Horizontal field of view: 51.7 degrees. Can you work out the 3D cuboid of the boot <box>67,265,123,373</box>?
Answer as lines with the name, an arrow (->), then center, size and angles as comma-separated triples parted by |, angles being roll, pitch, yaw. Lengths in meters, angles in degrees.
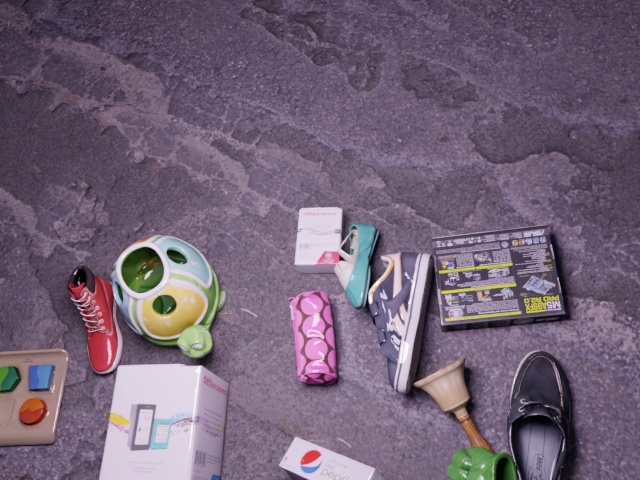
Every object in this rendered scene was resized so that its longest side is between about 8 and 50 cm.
boot -> -0.551, 0.190, 1.587 | 0.088, 0.176, 0.244 | -13, 66, 3

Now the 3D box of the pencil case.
pencil case -> -0.019, 0.224, 1.515 | 0.098, 0.095, 0.209 | 5, 61, -25

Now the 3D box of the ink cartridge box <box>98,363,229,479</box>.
ink cartridge box -> -0.329, 0.422, 1.431 | 0.197, 0.198, 0.270 | -2, 66, 11

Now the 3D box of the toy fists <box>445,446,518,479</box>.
toy fists -> 0.304, 0.545, 1.283 | 0.142, 0.096, 0.279 | -26, 57, 49

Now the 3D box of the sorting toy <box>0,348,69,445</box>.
sorting toy -> -0.779, 0.384, 1.622 | 0.307, 0.041, 0.229 | -5, 66, 9

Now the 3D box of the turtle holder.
turtle holder -> -0.368, 0.137, 1.545 | 0.243, 0.227, 0.320 | -10, 65, 6

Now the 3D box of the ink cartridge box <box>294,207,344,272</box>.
ink cartridge box -> 0.000, 0.000, 1.622 | 0.109, 0.063, 0.150 | 0, 66, 11

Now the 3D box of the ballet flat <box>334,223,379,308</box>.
ballet flat -> 0.077, 0.055, 1.543 | 0.087, 0.083, 0.247 | 17, 47, -3

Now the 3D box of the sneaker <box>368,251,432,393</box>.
sneaker -> 0.168, 0.178, 1.480 | 0.127, 0.126, 0.321 | 6, 66, 16

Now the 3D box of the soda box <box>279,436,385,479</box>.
soda box -> 0.023, 0.480, 1.359 | 0.216, 0.069, 0.074 | 8, 55, 40

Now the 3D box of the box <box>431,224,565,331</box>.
box -> 0.398, 0.087, 1.509 | 0.270, 0.060, 0.216 | -7, 67, 8

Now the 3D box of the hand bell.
hand bell -> 0.307, 0.383, 1.392 | 0.126, 0.126, 0.242 | -27, 78, -1

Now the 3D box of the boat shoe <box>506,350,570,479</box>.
boat shoe -> 0.442, 0.381, 1.342 | 0.127, 0.113, 0.340 | 12, 70, 16
